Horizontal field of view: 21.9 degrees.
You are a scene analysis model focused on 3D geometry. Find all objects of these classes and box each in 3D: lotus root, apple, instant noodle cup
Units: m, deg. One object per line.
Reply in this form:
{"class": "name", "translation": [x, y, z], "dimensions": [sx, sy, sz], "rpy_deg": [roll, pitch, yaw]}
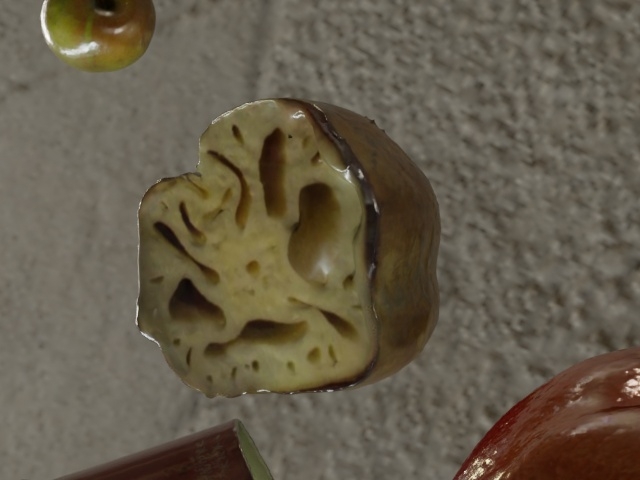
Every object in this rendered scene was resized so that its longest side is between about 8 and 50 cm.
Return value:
{"class": "lotus root", "translation": [-0.001, 0.000, 1.111], "dimensions": [0.188, 0.180, 0.199], "rpy_deg": [1, 98, 33]}
{"class": "apple", "translation": [-0.172, -0.171, 1.286], "dimensions": [0.074, 0.089, 0.089], "rpy_deg": [100, 165, -50]}
{"class": "instant noodle cup", "translation": [-0.106, 0.254, 1.260], "dimensions": [0.178, 0.235, 0.235], "rpy_deg": [-25, 41, -1]}

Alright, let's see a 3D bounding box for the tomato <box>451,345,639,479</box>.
{"class": "tomato", "translation": [0.104, 0.148, 0.592], "dimensions": [0.233, 0.139, 0.200], "rpy_deg": [-120, 27, -76]}
